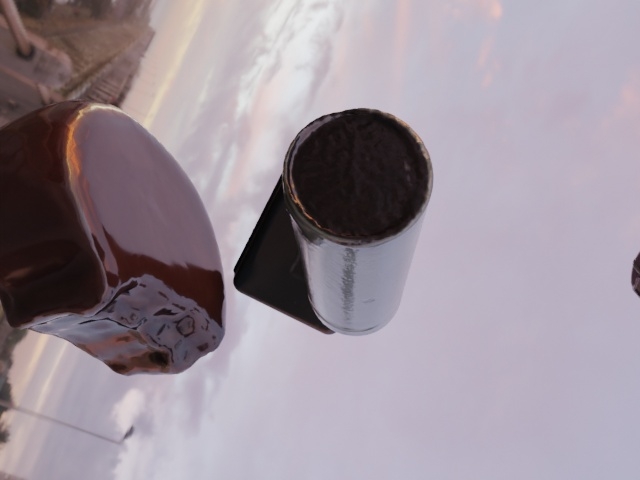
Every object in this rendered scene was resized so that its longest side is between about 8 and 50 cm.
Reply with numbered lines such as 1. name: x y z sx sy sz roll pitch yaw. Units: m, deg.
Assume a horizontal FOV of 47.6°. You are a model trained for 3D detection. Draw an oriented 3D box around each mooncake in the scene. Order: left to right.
1. mooncake: -0.246 0.011 0.837 0.174 0.334 0.326 -21 -176 12

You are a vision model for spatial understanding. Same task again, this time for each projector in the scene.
1. projector: 0.031 0.006 0.653 0.337 0.108 0.108 83 27 -72

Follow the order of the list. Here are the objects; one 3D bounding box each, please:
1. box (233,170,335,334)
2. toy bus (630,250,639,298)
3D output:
1. box: 0.000 0.000 0.891 0.230 0.160 0.050 -60 -174 30
2. toy bus: 0.561 0.041 1.018 0.142 0.202 0.142 92 -22 -43
